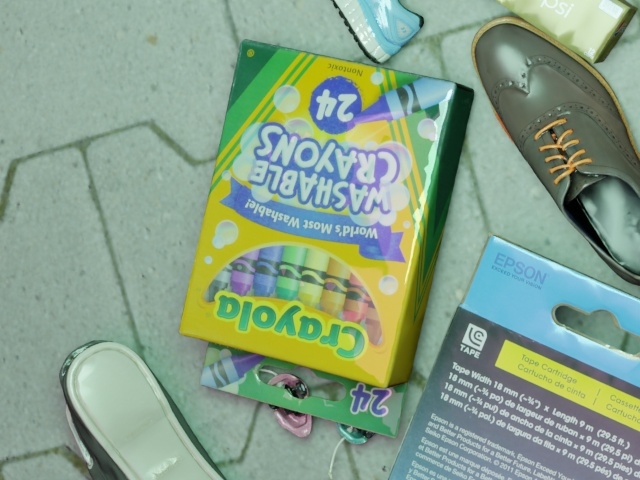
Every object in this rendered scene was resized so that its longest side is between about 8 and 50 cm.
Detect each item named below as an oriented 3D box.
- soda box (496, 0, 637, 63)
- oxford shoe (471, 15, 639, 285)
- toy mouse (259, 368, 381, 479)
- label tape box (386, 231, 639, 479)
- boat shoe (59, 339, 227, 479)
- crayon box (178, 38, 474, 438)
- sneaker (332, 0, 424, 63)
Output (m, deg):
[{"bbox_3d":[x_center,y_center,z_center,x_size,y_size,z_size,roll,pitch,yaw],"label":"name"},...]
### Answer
[{"bbox_3d":[0.179,-0.224,1.463,0.181,0.061,0.058,35,106,10],"label":"soda box"},{"bbox_3d":[0.220,-0.080,1.448,0.097,0.098,0.271,-40,84,18],"label":"oxford shoe"},{"bbox_3d":[0.009,0.149,1.578,0.161,0.031,0.143,-5,95,18],"label":"toy mouse"},{"bbox_3d":[0.201,0.185,1.482,0.241,0.106,0.333,25,103,14],"label":"label tape box"},{"bbox_3d":[-0.144,0.245,1.618,0.112,0.095,0.335,-29,91,-17],"label":"boat shoe"},{"bbox_3d":[0.000,0.000,1.513,0.203,0.083,0.323,13,94,18],"label":"crayon box"},{"bbox_3d":[0.037,-0.241,1.517,0.073,0.063,0.162,-31,91,1],"label":"sneaker"}]
